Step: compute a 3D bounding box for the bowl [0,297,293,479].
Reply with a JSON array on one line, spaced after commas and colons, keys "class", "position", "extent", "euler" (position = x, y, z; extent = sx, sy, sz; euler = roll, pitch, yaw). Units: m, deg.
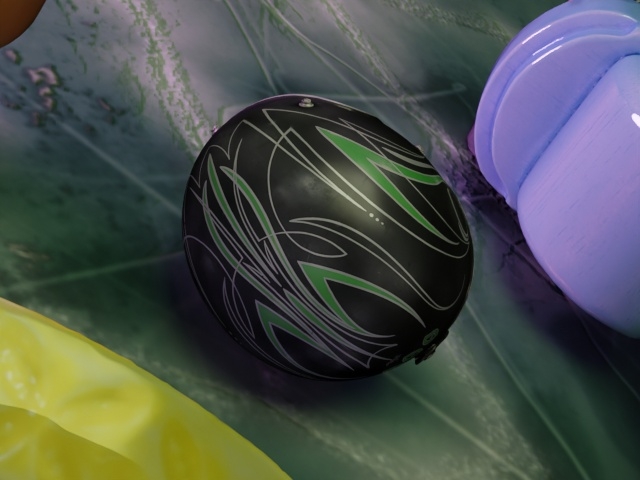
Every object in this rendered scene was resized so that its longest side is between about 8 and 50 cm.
[{"class": "bowl", "position": [-0.142, 0.146, 0.410], "extent": [0.289, 0.289, 0.156], "euler": [29, 54, -9]}]

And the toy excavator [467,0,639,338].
[{"class": "toy excavator", "position": [0.295, 0.024, 0.916], "extent": [0.433, 0.222, 0.445], "euler": [32, 36, -3]}]

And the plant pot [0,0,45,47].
[{"class": "plant pot", "position": [-0.257, -0.132, 0.679], "extent": [0.205, 0.188, 0.205], "euler": [21, 38, -18]}]

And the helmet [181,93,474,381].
[{"class": "helmet", "position": [0.000, 0.000, 0.762], "extent": [0.161, 0.169, 0.169], "euler": [14, 38, -53]}]
